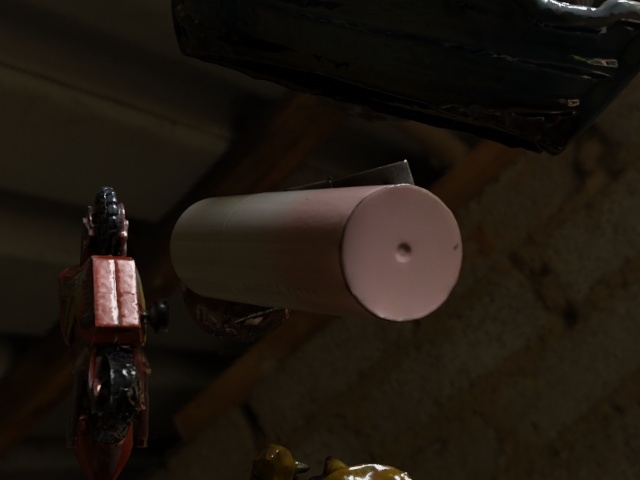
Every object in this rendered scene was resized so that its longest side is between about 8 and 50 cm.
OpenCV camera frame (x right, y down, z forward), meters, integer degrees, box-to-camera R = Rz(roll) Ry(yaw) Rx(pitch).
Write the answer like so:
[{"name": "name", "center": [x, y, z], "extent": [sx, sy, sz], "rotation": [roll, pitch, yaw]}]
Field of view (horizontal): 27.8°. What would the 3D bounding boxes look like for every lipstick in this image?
[{"name": "lipstick", "center": [-0.018, 0.007, 0.931], "extent": [0.087, 0.087, 0.327], "rotation": [-18, 8, -24]}]

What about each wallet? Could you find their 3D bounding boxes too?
[{"name": "wallet", "center": [0.000, 0.000, 1.340], "extent": [0.230, 0.124, 0.042], "rotation": [-15, 4, -14]}]

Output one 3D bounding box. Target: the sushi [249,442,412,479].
[{"name": "sushi", "center": [0.010, 0.238, 0.792], "extent": [0.204, 0.213, 0.200], "rotation": [94, -165, -63]}]

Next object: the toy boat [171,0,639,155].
[{"name": "toy boat", "center": [0.039, -0.142, 0.699], "extent": [0.129, 0.309, 0.142], "rotation": [17, -88, -63]}]

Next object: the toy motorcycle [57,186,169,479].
[{"name": "toy motorcycle", "center": [-0.222, 0.092, 1.347], "extent": [0.089, 0.298, 0.171], "rotation": [7, -38, -22]}]

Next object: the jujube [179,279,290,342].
[{"name": "jujube", "center": [-0.108, 0.062, 1.761], "extent": [0.168, 0.168, 0.236], "rotation": [-27, -24, -9]}]

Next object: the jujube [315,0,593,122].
[{"name": "jujube", "center": [0.110, -0.227, 1.193], "extent": [0.247, 0.215, 0.308], "rotation": [-10, -4, -34]}]
